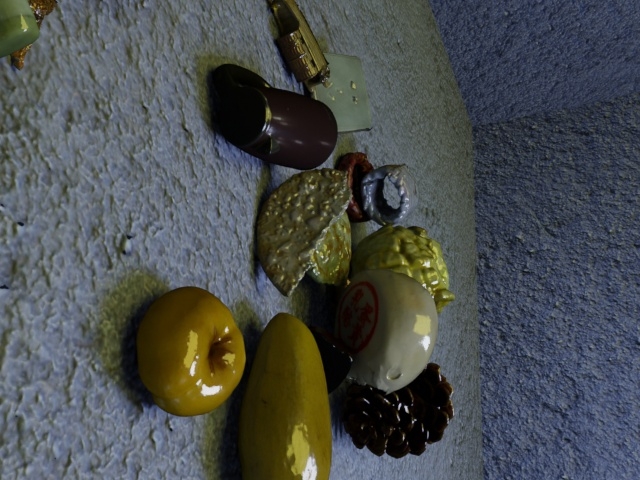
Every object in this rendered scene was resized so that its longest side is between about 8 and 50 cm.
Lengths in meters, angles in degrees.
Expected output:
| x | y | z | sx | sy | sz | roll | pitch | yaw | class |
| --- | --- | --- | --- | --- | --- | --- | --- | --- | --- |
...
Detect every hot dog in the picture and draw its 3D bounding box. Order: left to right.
| x | y | z | sx | sy | sz | roll | pitch | yaw | class |
| --- | --- | --- | --- | --- | --- | --- | --- | --- | --- |
| 0.056 | 0.175 | 1.369 | 0.072 | 0.055 | 0.188 | 0 | 83 | -67 | hot dog |

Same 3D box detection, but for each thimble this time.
| x | y | z | sx | sy | sz | roll | pitch | yaw | class |
| --- | --- | --- | --- | --- | --- | --- | --- | --- | --- |
| 0.180 | -0.119 | 1.525 | 0.118 | 0.127 | 0.151 | -33 | 109 | -61 | thimble |

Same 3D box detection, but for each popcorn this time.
| x | y | z | sx | sy | sz | roll | pitch | yaw | class |
| --- | --- | --- | --- | --- | --- | --- | --- | --- | --- |
| 0.201 | 0.102 | 1.488 | 0.237 | 0.293 | 0.293 | -95 | 164 | -57 | popcorn |

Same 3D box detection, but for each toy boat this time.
| x | y | z | sx | sy | sz | roll | pitch | yaw | class |
| --- | --- | --- | --- | --- | --- | --- | --- | --- | --- |
| -0.051 | -0.432 | 1.303 | 0.088 | 0.068 | 0.226 | -51 | 123 | -41 | toy boat |

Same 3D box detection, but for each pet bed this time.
| x | y | z | sx | sy | sz | roll | pitch | yaw | class |
| --- | --- | --- | --- | --- | --- | --- | --- | --- | --- |
| 0.096 | -0.140 | 1.563 | 0.201 | 0.053 | 0.201 | 16 | 72 | -60 | pet bed |

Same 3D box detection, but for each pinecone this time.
| x | y | z | sx | sy | sz | roll | pitch | yaw | class |
| --- | --- | --- | --- | --- | --- | --- | --- | --- | --- |
| 0.168 | 0.375 | 1.343 | 0.292 | 0.246 | 0.246 | -1 | 83 | -58 | pinecone |

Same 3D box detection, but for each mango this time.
| x | y | z | sx | sy | sz | roll | pitch | yaw | class |
| --- | --- | --- | --- | --- | --- | --- | --- | --- | --- |
| -0.052 | 0.300 | 0.991 | 0.195 | 0.142 | 0.331 | 58 | 30 | -51 | mango |

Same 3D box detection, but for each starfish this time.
| x | y | z | sx | sy | sz | roll | pitch | yaw | class |
| --- | --- | --- | --- | --- | --- | --- | --- | --- | --- |
| -0.330 | -0.270 | 0.669 | 0.130 | 0.041 | 0.133 | -58 | 134 | -57 | starfish |

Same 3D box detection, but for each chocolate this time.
| x | y | z | sx | sy | sz | roll | pitch | yaw | class |
| --- | --- | --- | --- | --- | --- | --- | --- | --- | --- |
| 0.003 | 0.226 | 1.179 | 0.080 | 0.125 | 0.148 | -70 | 143 | -75 | chocolate |

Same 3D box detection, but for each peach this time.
| x | y | z | sx | sy | sz | roll | pitch | yaw | class |
| --- | --- | --- | --- | --- | --- | --- | --- | --- | --- |
| -0.175 | 0.154 | 0.808 | 0.179 | 0.103 | 0.179 | -11 | 90 | -68 | peach |

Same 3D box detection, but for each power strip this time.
| x | y | z | sx | sy | sz | roll | pitch | yaw | class |
| --- | --- | --- | --- | --- | --- | --- | --- | --- | --- |
| 0.033 | -0.358 | 1.469 | 0.213 | 0.064 | 0.198 | -12 | 95 | -46 | power strip |

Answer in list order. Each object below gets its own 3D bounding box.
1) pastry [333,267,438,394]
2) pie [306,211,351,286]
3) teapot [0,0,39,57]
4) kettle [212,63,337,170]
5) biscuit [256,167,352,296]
| x | y | z | sx | sy | sz | roll | pitch | yaw | class |
| --- | --- | --- | --- | --- | --- | --- | --- | --- | --- |
| 0.126 | 0.183 | 1.231 | 0.133 | 0.265 | 0.264 | 11 | 69 | -27 | pastry |
| 0.000 | 0.000 | 1.260 | 0.248 | 0.090 | 0.201 | 18 | 65 | -62 | pie |
| -0.327 | -0.309 | 0.451 | 0.321 | 0.239 | 0.239 | 59 | 33 | -33 | teapot |
| -0.090 | -0.232 | 1.087 | 0.232 | 0.144 | 0.202 | 0 | 63 | -63 | kettle |
| -0.045 | -0.040 | 1.128 | 0.290 | 0.141 | 0.038 | -58 | 178 | -25 | biscuit |
